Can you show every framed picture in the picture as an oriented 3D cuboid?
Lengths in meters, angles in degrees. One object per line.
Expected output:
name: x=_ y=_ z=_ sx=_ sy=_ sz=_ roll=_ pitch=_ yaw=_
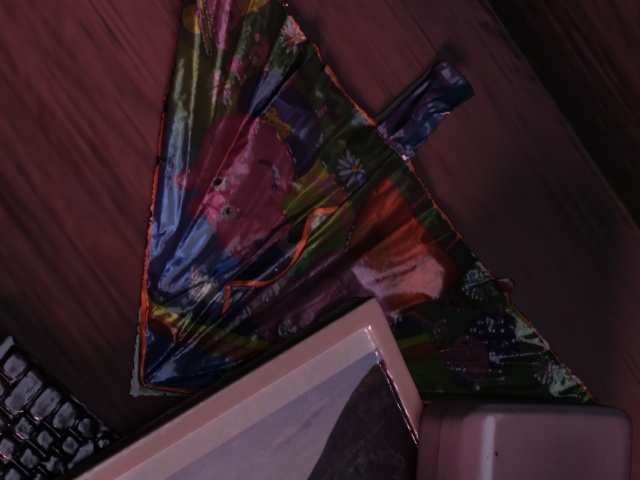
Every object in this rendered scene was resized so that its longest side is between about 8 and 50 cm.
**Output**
framed picture: x=-0.027 y=0.135 z=0.807 sx=0.203 sy=0.015 sz=0.150 roll=-29 pitch=104 yaw=-25

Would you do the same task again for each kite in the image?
kite: x=0.000 y=0.000 z=0.844 sx=0.234 sy=0.016 sz=0.321 roll=-44 pitch=102 yaw=-23

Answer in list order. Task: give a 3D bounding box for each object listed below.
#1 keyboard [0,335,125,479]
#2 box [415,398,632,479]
keyboard: x=-0.183 y=0.157 z=0.743 sx=0.087 sy=0.017 sz=0.250 roll=46 pitch=68 yaw=-13
box: x=0.090 y=0.196 z=0.829 sx=0.103 sy=0.055 sz=0.243 roll=5 pitch=86 yaw=-31
